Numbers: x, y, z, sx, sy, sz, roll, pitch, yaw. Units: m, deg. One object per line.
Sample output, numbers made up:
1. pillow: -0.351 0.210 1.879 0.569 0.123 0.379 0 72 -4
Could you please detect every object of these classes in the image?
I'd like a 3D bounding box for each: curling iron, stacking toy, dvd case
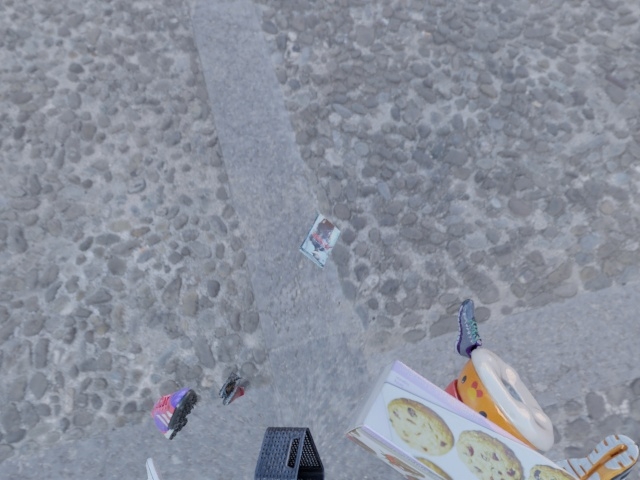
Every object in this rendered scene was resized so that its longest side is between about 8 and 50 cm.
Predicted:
1. curling iron: -0.194 0.350 1.119 0.035 0.274 0.068 28 77 8
2. stacking toy: 0.461 0.617 1.534 0.480 0.351 0.350 -43 69 17
3. dvd case: 0.000 0.000 1.247 0.087 0.013 0.119 41 64 -27

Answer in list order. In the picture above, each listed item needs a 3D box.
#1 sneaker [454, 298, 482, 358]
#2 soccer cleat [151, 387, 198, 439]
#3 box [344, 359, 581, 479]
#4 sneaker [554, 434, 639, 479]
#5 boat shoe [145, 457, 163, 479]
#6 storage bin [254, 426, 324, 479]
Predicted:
1. sneaker: 0.553 0.326 1.704 0.083 0.223 0.098 -10 19 -35
2. soccer cleat: -0.464 0.521 1.455 0.116 0.318 0.108 39 49 7
3. box: 0.174 0.215 0.375 0.324 0.063 0.067 33 60 7
4. sneaker: 0.570 0.495 0.986 0.215 0.083 0.084 -32 36 9
5. boat shoe: -0.288 0.425 0.806 0.035 0.035 0.100 -26 57 -16
6. storage bin: -0.056 0.462 0.918 0.084 0.180 0.122 -6 35 15
